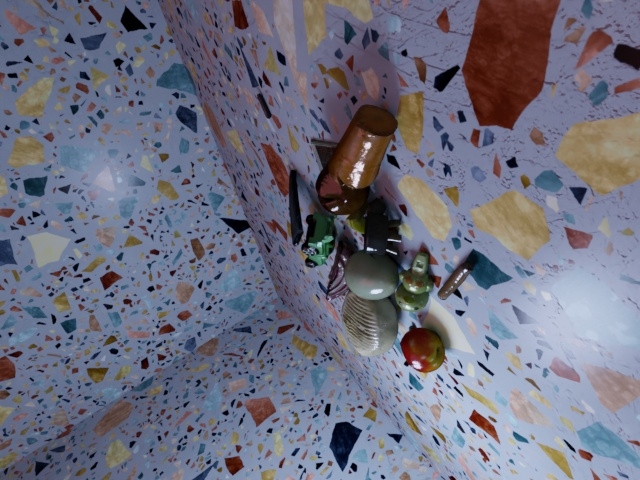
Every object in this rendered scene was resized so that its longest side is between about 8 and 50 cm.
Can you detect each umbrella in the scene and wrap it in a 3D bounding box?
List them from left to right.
[{"bbox_3d":[-0.289,-0.688,2.061,0.036,0.031,0.133,11,128,63],"label":"umbrella"}]

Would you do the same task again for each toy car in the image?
[{"bbox_3d":[0.000,0.000,2.123,0.359,0.176,0.214,82,-165,-59],"label":"toy car"}]

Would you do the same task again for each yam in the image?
[{"bbox_3d":[0.465,0.142,1.391,0.046,0.046,0.264,51,159,21],"label":"yam"}]

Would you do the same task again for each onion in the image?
[{"bbox_3d":[0.120,0.146,2.070,0.280,0.145,0.315,-74,-4,-71],"label":"onion"}]

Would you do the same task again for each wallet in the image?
[{"bbox_3d":[-0.139,-0.177,2.167,0.191,0.046,0.380,116,151,-65],"label":"wallet"}]

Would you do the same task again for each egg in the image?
[{"bbox_3d":[0.226,0.149,1.728,0.295,0.218,0.219,18,136,62],"label":"egg"}]

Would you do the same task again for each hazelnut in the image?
[{"bbox_3d":[0.091,-0.226,1.578,0.217,0.217,0.252,45,146,36],"label":"hazelnut"}]

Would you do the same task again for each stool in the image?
[{"bbox_3d":[0.235,-0.044,1.531,0.153,0.139,0.228,-67,-20,-81],"label":"stool"}]

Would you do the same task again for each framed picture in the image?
[{"bbox_3d":[0.051,-0.334,1.764,0.273,0.016,0.217,28,144,56],"label":"framed picture"}]

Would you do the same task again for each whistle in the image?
[{"bbox_3d":[0.363,0.179,1.563,0.141,0.141,0.294,45,156,35],"label":"whistle"}]

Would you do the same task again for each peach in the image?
[{"bbox_3d":[0.436,0.476,1.739,0.192,0.190,0.190,-21,100,52],"label":"peach"}]

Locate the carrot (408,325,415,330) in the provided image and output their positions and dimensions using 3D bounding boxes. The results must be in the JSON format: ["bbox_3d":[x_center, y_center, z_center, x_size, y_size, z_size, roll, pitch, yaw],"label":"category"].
[{"bbox_3d":[0.451,0.466,1.923,0.035,0.035,0.165,34,151,51],"label":"carrot"}]

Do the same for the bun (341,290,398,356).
[{"bbox_3d":[0.260,0.390,2.004,0.326,0.234,0.363,-20,81,62],"label":"bun"}]

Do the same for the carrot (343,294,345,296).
[{"bbox_3d":[0.119,0.297,2.501,0.142,0.035,0.035,54,162,36],"label":"carrot"}]

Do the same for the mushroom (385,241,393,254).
[{"bbox_3d":[0.249,0.003,1.668,0.126,0.084,0.109,51,132,18],"label":"mushroom"}]

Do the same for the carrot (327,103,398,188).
[{"bbox_3d":[0.133,-0.318,1.334,0.196,0.195,0.254,52,156,19],"label":"carrot"}]

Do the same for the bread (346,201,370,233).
[{"bbox_3d":[0.177,-0.089,1.657,0.111,0.129,0.114,46,174,-17],"label":"bread"}]
